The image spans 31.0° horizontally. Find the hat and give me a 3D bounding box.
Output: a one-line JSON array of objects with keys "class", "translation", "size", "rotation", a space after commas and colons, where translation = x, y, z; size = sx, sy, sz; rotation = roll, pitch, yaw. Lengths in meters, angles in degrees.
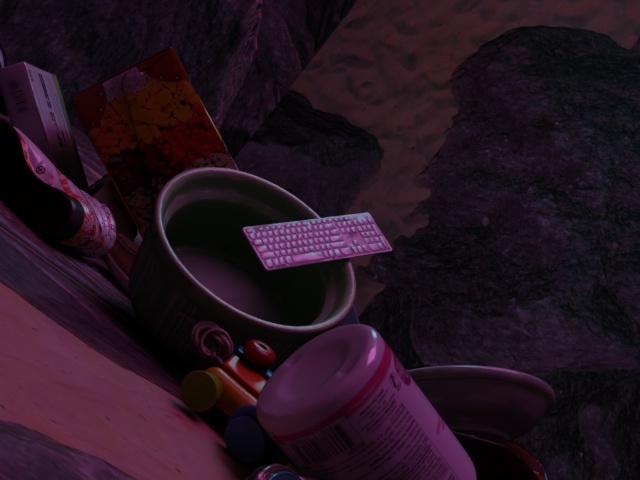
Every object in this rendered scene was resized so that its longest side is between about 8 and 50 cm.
[{"class": "hat", "translation": [0.119, 0.315, 1.463], "size": [0.331, 0.134, 0.331], "rotation": [23, -20, 9]}]

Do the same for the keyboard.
[{"class": "keyboard", "translation": [0.000, 0.000, 1.619], "size": [0.256, 0.014, 0.072], "rotation": [-8, 53, -45]}]

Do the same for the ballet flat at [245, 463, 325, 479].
[{"class": "ballet flat", "translation": [-0.043, 0.254, 1.114], "size": [0.068, 0.072, 0.213], "rotation": [8, -14, 24]}]

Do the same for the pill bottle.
[{"class": "pill bottle", "translation": [0.071, 0.244, 1.268], "size": [0.283, 0.160, 0.160], "rotation": [54, -5, -19]}]

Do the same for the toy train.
[{"class": "toy train", "translation": [-0.120, 0.168, 1.362], "size": [0.248, 0.105, 0.143], "rotation": [38, 14, 20]}]

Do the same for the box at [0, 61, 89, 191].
[{"class": "box", "translation": [-0.488, -0.187, 2.053], "size": [0.322, 0.058, 0.232], "rotation": [-122, -163, -86]}]

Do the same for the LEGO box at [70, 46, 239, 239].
[{"class": "LEGO box", "translation": [-0.257, -0.113, 2.101], "size": [0.372, 0.193, 0.500], "rotation": [62, -4, -4]}]

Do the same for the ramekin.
[{"class": "ramekin", "translation": [-0.117, 0.055, 1.599], "size": [0.303, 0.148, 0.303], "rotation": [23, 36, -18]}]

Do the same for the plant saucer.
[{"class": "plant saucer", "translation": [0.267, 0.358, 2.297], "size": [0.400, 0.101, 0.400], "rotation": [0, -26, 0]}]

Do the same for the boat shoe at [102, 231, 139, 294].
[{"class": "boat shoe", "translation": [-0.192, 0.084, 1.754], "size": [0.324, 0.116, 0.123], "rotation": [38, 1, 14]}]

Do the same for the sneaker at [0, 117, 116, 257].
[{"class": "sneaker", "translation": [-0.418, -0.073, 1.762], "size": [0.270, 0.090, 0.145], "rotation": [43, 2, 31]}]

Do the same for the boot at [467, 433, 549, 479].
[{"class": "boot", "translation": [0.320, 0.416, 2.064], "size": [0.280, 0.096, 0.264], "rotation": [40, 18, -44]}]

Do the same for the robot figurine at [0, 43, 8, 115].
[{"class": "robot figurine", "translation": [-0.642, -0.302, 2.030], "size": [0.278, 0.173, 0.209], "rotation": [-138, -149, -76]}]

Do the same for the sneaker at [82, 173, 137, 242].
[{"class": "sneaker", "translation": [-0.376, -0.042, 2.015], "size": [0.118, 0.110, 0.292], "rotation": [52, 0, -13]}]

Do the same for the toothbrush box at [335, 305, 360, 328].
[{"class": "toothbrush box", "translation": [0.002, 0.145, 1.857], "size": [0.216, 0.126, 0.296], "rotation": [-125, -163, -86]}]
